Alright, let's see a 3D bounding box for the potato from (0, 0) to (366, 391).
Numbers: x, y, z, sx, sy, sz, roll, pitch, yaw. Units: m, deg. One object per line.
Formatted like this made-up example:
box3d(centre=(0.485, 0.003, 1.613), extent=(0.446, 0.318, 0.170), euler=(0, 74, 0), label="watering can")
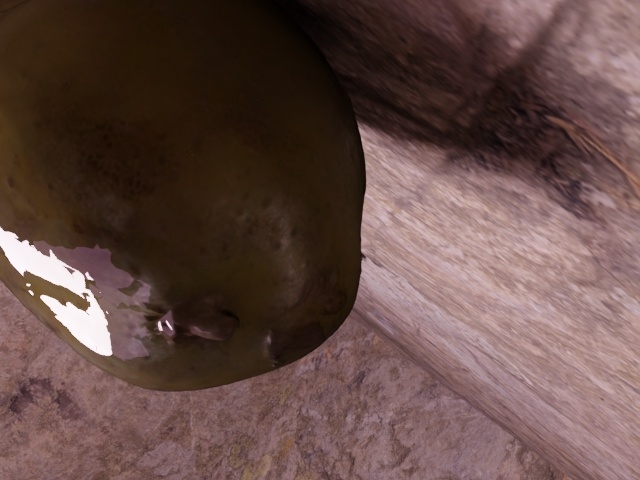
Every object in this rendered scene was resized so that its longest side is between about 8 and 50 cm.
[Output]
box3d(centre=(-0.100, -0.056, 0.539), extent=(0.243, 0.221, 0.326), euler=(53, -179, -22), label="potato")
